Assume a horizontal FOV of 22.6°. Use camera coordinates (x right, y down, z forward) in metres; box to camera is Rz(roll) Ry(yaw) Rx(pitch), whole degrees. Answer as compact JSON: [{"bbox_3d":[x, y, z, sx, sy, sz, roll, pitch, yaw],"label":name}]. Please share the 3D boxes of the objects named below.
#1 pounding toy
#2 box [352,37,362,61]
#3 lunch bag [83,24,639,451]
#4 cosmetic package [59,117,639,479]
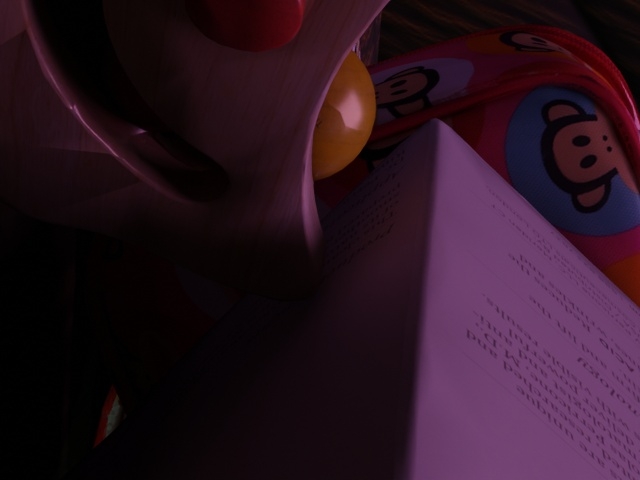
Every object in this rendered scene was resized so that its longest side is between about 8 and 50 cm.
[{"bbox_3d":[-0.009,-0.124,0.396,0.269,0.154,0.154,93,5,-50],"label":"pounding toy"},{"bbox_3d":[0.003,-0.091,1.434,0.220,0.051,0.175,82,15,-75],"label":"box"},{"bbox_3d":[0.034,0.080,0.647,0.120,0.258,0.293,-79,150,-70],"label":"lunch bag"},{"bbox_3d":[0.004,0.137,0.406,0.217,0.156,0.385,-44,-168,20],"label":"cosmetic package"}]
